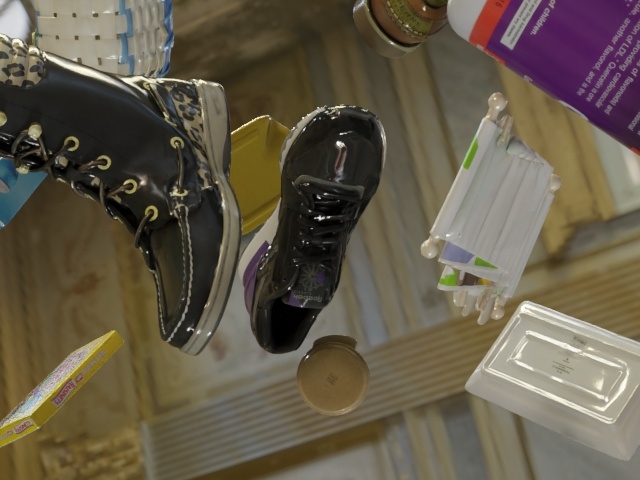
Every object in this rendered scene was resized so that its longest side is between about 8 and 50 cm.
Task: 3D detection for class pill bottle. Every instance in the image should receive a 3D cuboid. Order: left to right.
[{"bbox_3d":[0.277,-0.168,1.168,0.323,0.181,0.181,35,-159,7],"label":"pill bottle"}]

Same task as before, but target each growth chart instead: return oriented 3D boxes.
[{"bbox_3d":[0.155,-0.016,1.267,0.172,0.021,0.237,-62,-28,-3],"label":"growth chart"}]

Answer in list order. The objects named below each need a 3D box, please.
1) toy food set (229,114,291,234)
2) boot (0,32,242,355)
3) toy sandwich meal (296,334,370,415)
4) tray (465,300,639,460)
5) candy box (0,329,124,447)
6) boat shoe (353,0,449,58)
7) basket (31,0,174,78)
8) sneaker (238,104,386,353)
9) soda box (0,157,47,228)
[{"bbox_3d":[-0.118,-0.075,1.750,0.218,0.071,0.128,-34,-58,-40],"label":"toy food set"},{"bbox_3d":[-0.149,-0.036,0.958,0.178,0.085,0.236,15,-135,-23],"label":"boot"},{"bbox_3d":[0.013,0.140,1.485,0.029,0.085,0.085,-15,-95,-82],"label":"toy sandwich meal"},{"bbox_3d":[0.300,0.158,1.724,0.145,0.270,0.030,-53,-50,-14],"label":"tray"},{"bbox_3d":[-0.349,0.196,1.877,0.027,0.105,0.206,56,-143,-12],"label":"candy box"},{"bbox_3d":[0.149,-0.306,1.493,0.111,0.104,0.307,41,-129,-14],"label":"boat shoe"},{"bbox_3d":[-0.312,-0.345,2.091,0.289,0.201,0.255,-47,-41,-66],"label":"basket"},{"bbox_3d":[0.000,0.000,1.398,0.107,0.283,0.124,8,-136,-16],"label":"sneaker"},{"bbox_3d":[-0.451,-0.096,2.068,0.071,0.067,0.210,52,-143,-20],"label":"soda box"}]
